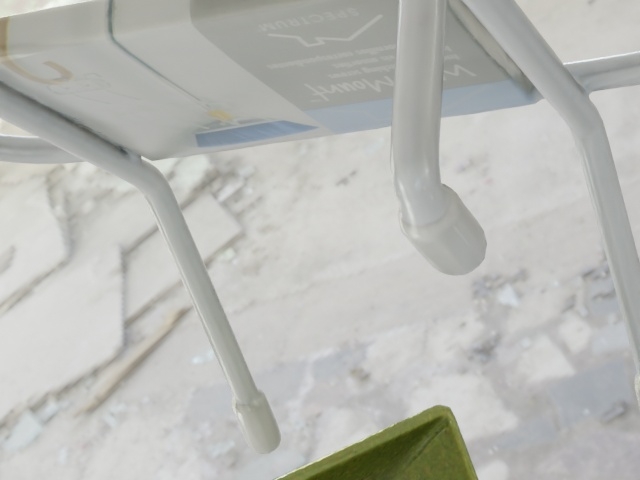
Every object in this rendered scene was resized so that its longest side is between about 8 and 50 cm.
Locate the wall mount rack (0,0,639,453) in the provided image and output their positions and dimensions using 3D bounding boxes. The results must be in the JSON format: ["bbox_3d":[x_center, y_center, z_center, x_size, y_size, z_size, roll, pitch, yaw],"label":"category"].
[{"bbox_3d":[0.000,0.000,0.489,0.350,0.304,0.130,-5,73,26],"label":"wall mount rack"}]

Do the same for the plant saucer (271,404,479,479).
[{"bbox_3d":[0.021,0.179,0.502,0.045,0.188,0.188,-25,-7,35],"label":"plant saucer"}]
